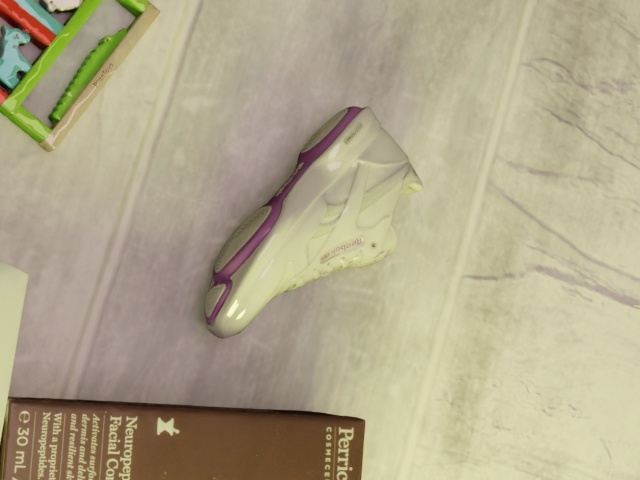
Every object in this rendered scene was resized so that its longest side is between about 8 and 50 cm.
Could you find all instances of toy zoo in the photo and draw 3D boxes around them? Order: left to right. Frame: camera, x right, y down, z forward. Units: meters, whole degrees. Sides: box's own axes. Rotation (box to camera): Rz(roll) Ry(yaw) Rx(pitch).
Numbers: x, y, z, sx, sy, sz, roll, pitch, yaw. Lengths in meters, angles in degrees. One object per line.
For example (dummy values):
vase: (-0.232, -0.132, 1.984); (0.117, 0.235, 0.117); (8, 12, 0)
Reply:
toy zoo: (-0.328, -0.254, 1.494); (0.293, 0.030, 0.192); (40, 71, -18)

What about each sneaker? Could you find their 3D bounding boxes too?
sneaker: (0.000, 0.000, 1.589); (0.152, 0.114, 0.305); (45, 70, -15)

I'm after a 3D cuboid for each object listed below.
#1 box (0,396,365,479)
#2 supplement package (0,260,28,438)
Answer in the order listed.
box: (-0.154, 0.259, 1.488); (0.381, 0.143, 0.191); (6, 84, -27)
supplement package: (-0.394, 0.127, 1.310); (0.204, 0.145, 0.262); (31, 61, -54)
